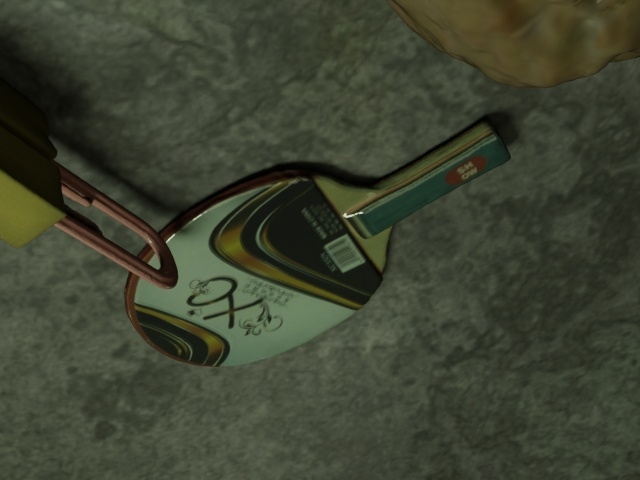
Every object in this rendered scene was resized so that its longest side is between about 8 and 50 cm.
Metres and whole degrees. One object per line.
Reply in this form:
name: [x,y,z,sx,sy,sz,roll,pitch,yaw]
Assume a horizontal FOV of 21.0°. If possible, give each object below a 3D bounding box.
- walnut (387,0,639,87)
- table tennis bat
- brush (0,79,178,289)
walnut: [0.137,-0.223,0.962,0.273,0.227,0.273,-9,128,-11]
table tennis bat: [0.000,0.000,1.257,0.301,0.022,0.173,-28,135,8]
brush: [-0.172,-0.030,1.107,0.047,0.103,0.233,-36,134,17]
